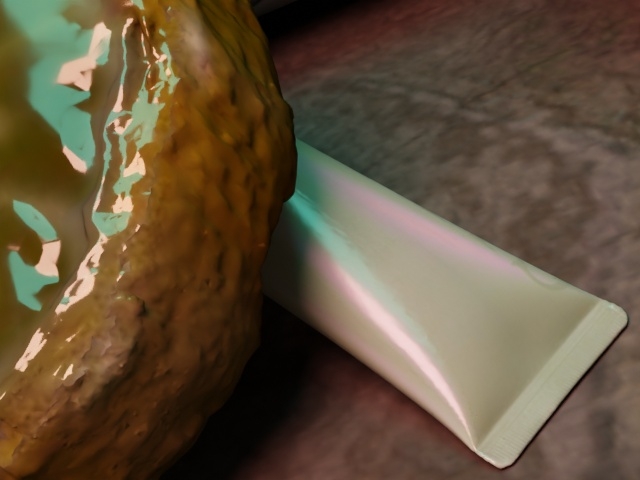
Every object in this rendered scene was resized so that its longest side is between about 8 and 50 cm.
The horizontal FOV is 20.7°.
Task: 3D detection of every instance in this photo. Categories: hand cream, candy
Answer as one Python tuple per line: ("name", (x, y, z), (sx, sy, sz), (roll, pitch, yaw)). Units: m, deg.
("hand cream", (0.000, 0.000, 0.602), (0.205, 0.050, 0.078), (31, 55, 21))
("candy", (-0.131, -0.013, 0.568), (0.259, 0.118, 0.260), (-8, 68, 21))

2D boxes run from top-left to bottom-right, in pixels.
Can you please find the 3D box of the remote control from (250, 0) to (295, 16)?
("remote control", (-0.065, -0.159, 0.827), (0.332, 0.103, 0.221), (-22, 29, -3))
